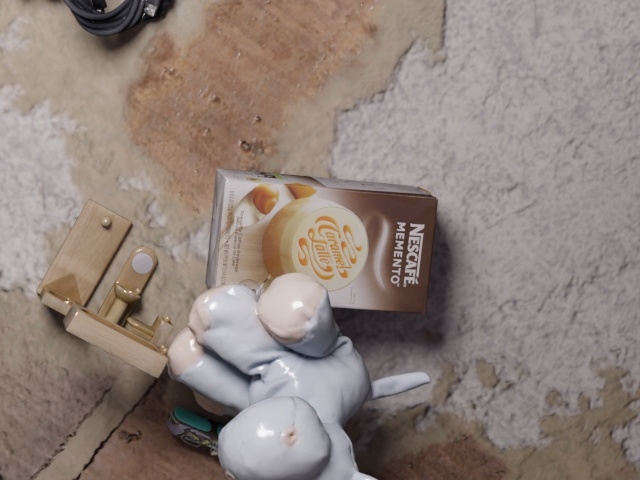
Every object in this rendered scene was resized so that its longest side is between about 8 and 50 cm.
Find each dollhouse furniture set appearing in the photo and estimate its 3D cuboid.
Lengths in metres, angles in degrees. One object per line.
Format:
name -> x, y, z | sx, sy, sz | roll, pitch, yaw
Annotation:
dollhouse furniture set -> -0.219, 0.051, 1.787 | 0.144, 0.151, 0.123 | 29, 92, -15

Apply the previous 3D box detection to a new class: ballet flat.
ballet flat -> -0.129, 0.231, 1.894 | 0.114, 0.041, 0.041 | 24, 94, -13

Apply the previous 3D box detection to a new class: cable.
cable -> -0.217, -0.316, 1.746 | 0.150, 0.047, 0.185 | -11, 122, -43

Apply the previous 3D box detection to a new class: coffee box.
coffee box -> 0.000, 0.000, 1.846 | 0.246, 0.098, 0.141 | 4, 98, -11

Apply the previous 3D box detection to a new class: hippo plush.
hippo plush -> -0.048, 0.207, 1.771 | 0.234, 0.237, 0.294 | -19, 137, 26
